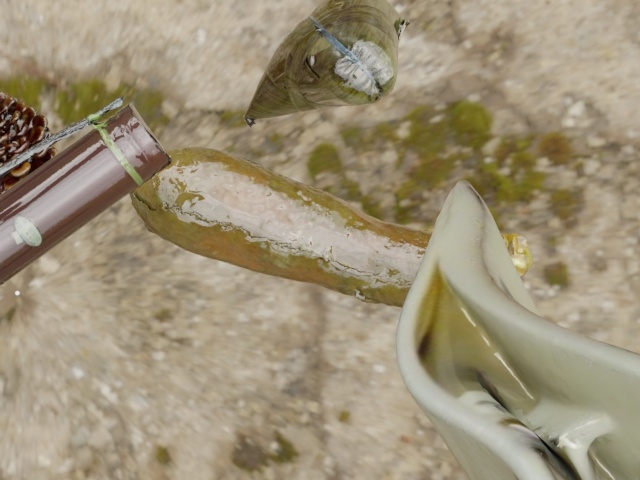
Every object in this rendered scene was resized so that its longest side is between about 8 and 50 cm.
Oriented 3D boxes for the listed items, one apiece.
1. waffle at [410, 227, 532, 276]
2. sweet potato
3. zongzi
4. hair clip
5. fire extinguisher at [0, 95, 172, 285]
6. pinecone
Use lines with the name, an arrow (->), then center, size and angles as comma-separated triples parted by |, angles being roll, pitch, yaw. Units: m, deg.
waffle -> 0.098, 0.017, 1.869 | 0.309, 0.283, 0.065 | 0, 87, -25
sweet potato -> 0.000, 0.000, 1.056 | 0.273, 0.075, 0.075 | 19, 84, 7
zongzi -> -0.013, -0.179, 1.825 | 0.242, 0.221, 0.112 | -38, 107, 18
hair clip -> 0.114, 0.095, 0.719 | 0.113, 0.282, 0.172 | -38, 111, -4
fire extinguisher -> -0.160, -0.017, 0.899 | 0.158, 0.043, 0.064 | -36, 114, -5
pinecone -> -0.318, -0.101, 1.597 | 0.102, 0.102, 0.109 | -29, 125, -10
